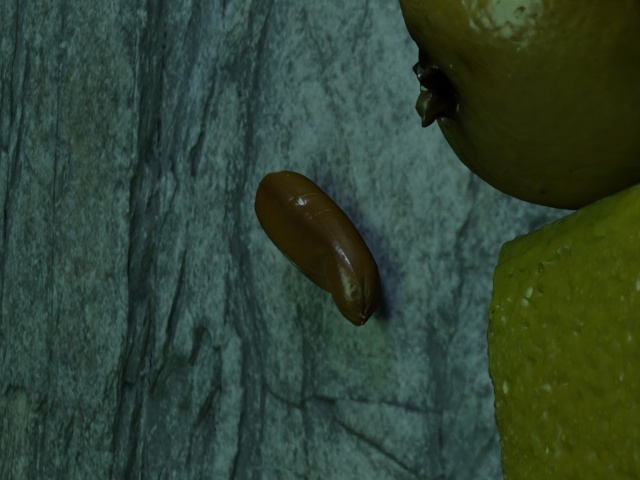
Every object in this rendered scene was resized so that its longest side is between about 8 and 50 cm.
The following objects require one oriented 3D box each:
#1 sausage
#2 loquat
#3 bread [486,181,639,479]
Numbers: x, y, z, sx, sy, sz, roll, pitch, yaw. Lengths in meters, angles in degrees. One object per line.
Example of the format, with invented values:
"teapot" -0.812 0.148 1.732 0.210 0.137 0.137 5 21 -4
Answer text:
"sausage" 0.000 0.000 1.175 0.183 0.054 0.062 46 158 47
"loquat" 0.137 -0.116 0.815 0.208 0.208 0.208 -6 83 58
"bread" 0.231 0.115 0.702 0.333 0.143 0.324 -25 68 56
